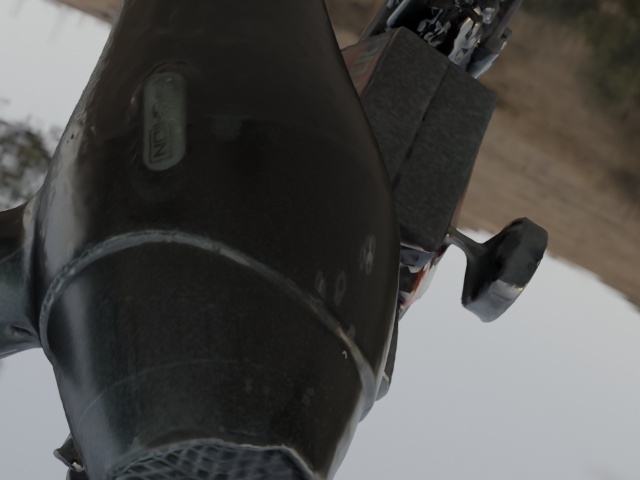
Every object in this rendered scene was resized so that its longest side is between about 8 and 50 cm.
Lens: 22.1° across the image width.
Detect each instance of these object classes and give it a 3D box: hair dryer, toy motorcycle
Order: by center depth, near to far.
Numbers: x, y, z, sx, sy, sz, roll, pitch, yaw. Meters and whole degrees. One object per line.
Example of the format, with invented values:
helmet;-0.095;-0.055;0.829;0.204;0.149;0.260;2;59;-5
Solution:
hair dryer;-0.115;-0.014;0.449;0.272;0.091;0.235;-9;-132;7
toy motorcycle;0.000;0.000;0.621;0.108;0.173;0.307;35;-132;-9
